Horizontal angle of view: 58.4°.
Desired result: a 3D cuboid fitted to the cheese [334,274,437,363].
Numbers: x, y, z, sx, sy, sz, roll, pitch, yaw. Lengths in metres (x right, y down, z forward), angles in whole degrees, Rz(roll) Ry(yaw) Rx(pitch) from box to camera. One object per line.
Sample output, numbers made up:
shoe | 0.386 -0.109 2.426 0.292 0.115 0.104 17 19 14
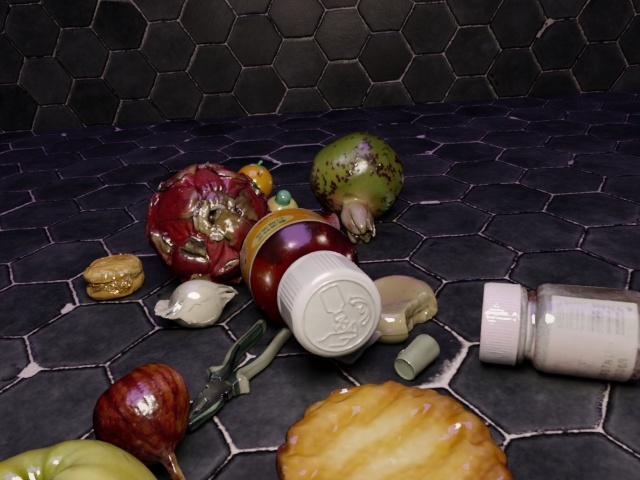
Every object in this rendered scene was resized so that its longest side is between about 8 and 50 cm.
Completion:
cheese | 0.123 0.167 1.179 0.163 0.082 0.286 12 33 33

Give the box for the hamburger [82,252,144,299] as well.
hamburger | -0.512 0.089 1.430 0.138 0.083 0.147 -9 24 0

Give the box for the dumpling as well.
dumpling | -0.279 0.140 1.275 0.188 0.108 0.127 -17 5 -26

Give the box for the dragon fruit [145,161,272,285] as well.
dragon fruit | -0.268 -0.035 1.410 0.329 0.329 0.329 -3 26 2

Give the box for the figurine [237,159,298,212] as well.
figurine | -0.179 -0.110 1.629 0.124 0.222 0.324 -23 32 -29

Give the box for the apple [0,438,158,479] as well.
apple | -0.303 0.364 0.662 0.262 0.262 0.262 -3 26 2

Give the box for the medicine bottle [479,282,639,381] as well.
medicine bottle | 0.434 0.161 1.044 0.273 0.165 0.165 4 27 18

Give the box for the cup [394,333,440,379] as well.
cup | 0.174 0.218 1.088 0.075 0.054 0.083 19 36 38

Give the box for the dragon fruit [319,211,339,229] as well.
dragon fruit | 0.000 0.000 1.544 0.147 0.096 0.102 -42 23 -6

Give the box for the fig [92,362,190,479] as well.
fig | -0.280 0.290 0.898 0.149 0.148 0.202 -9 27 -7

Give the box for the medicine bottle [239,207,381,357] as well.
medicine bottle | -0.016 0.074 1.151 0.242 0.242 0.395 -13 17 -18

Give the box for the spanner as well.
spanner | -0.161 0.247 1.095 0.095 0.040 0.325 8 27 22

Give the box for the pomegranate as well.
pomegranate | 0.108 -0.137 1.655 0.285 0.285 0.341 -1 56 6

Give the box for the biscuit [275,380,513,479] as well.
biscuit | 0.099 0.330 0.812 0.325 0.107 0.326 -1 24 0
